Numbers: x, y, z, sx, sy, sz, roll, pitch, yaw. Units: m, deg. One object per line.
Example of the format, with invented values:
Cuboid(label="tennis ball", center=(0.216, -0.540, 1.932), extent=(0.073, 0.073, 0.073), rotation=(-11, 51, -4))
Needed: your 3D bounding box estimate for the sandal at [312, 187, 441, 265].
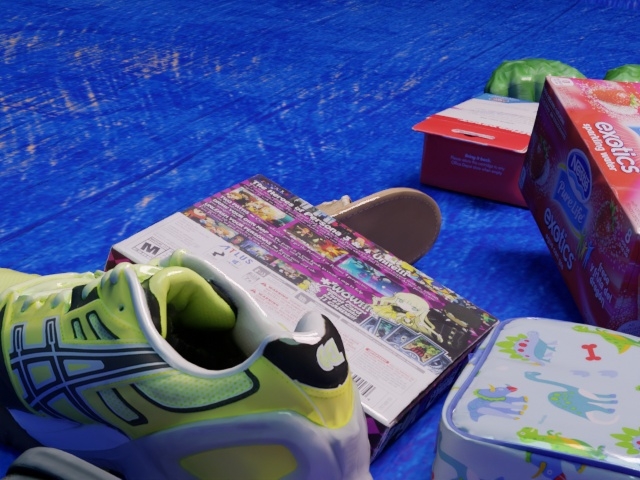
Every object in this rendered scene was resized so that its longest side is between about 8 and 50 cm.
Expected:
Cuboid(label="sandal", center=(0.001, -0.006, 1.246), extent=(0.079, 0.088, 0.240), rotation=(28, 33, 36))

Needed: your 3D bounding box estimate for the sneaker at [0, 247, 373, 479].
Cuboid(label="sneaker", center=(-0.114, 0.067, 0.904), extent=(0.385, 0.147, 0.145), rotation=(18, 24, 35))

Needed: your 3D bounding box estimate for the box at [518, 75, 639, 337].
Cuboid(label="box", center=(0.274, -0.029, 1.247), extent=(0.128, 0.122, 0.257), rotation=(2, 35, -12))

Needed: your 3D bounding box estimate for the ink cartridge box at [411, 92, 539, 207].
Cuboid(label="ink cartridge box", center=(0.198, -0.099, 1.596), extent=(0.134, 0.078, 0.231), rotation=(14, 20, 25))

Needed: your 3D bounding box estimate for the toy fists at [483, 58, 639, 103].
Cuboid(label="toy fists", center=(0.353, -0.186, 1.881), extent=(0.279, 0.096, 0.142), rotation=(5, 9, 2))

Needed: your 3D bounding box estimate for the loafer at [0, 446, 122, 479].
Cuboid(label="loafer", center=(-0.082, 0.180, 0.699), extent=(0.267, 0.096, 0.084), rotation=(13, 39, 41))

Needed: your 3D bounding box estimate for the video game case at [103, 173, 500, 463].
Cuboid(label="video game case", center=(-0.008, 0.046, 1.047), extent=(0.232, 0.042, 0.210), rotation=(31, 29, 15))

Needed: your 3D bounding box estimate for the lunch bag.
Cuboid(label="lunch bag", center=(0.165, 0.124, 0.903), extent=(0.176, 0.090, 0.219), rotation=(12, 19, 15))
